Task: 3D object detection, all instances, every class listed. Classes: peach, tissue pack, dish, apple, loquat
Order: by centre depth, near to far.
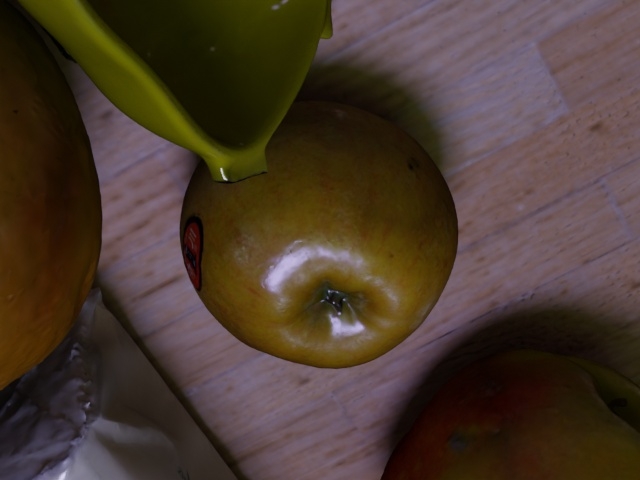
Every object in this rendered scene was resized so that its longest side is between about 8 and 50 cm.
[{"bbox_3d":[-0.101,-0.166,0.796,0.108,0.221,0.262,2,142,31],"label":"dish"},{"bbox_3d":[-0.262,-0.027,0.800,0.276,0.276,0.283,-26,108,8],"label":"loquat"},{"bbox_3d":[0.000,0.000,0.922,0.183,0.155,0.182,-5,123,-9],"label":"apple"},{"bbox_3d":[-0.186,0.257,1.033,0.297,0.207,0.380,-25,125,8],"label":"tissue pack"},{"bbox_3d":[0.153,0.192,1.043,0.231,0.231,0.231,-5,125,-7],"label":"peach"}]
